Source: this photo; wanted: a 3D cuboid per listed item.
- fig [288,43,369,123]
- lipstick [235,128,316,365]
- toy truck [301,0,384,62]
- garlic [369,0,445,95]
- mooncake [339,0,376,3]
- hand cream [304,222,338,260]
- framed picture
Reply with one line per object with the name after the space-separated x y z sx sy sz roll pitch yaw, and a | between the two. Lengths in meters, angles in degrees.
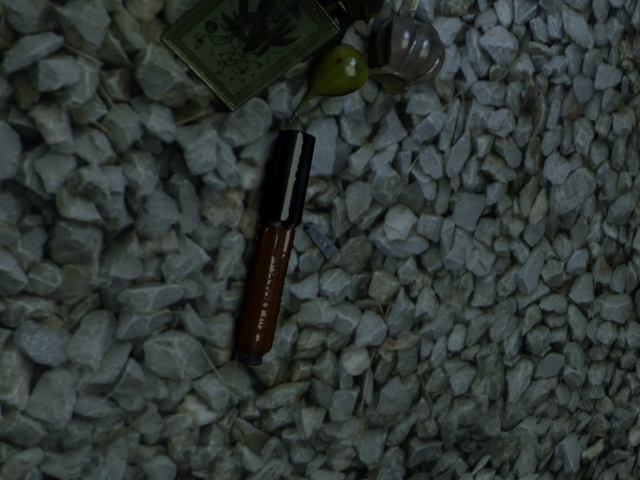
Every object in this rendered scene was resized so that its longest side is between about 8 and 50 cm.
0.005 -0.278 1.155 0.166 0.093 0.093 -28 114 -8 | fig
-0.083 0.015 1.170 0.077 0.077 0.418 8 98 -31 | lipstick
0.022 -0.401 1.107 0.224 0.147 0.165 -28 127 -25 | toy truck
0.165 -0.367 1.214 0.131 0.127 0.194 30 65 -28 | garlic
0.032 -0.573 0.909 0.467 0.262 0.467 11 63 -21 | mooncake
0.000 0.000 1.248 0.030 0.019 0.093 -48 121 -11 | hand cream
-0.110 -0.320 1.036 0.231 0.010 0.173 -33 122 25 | framed picture
